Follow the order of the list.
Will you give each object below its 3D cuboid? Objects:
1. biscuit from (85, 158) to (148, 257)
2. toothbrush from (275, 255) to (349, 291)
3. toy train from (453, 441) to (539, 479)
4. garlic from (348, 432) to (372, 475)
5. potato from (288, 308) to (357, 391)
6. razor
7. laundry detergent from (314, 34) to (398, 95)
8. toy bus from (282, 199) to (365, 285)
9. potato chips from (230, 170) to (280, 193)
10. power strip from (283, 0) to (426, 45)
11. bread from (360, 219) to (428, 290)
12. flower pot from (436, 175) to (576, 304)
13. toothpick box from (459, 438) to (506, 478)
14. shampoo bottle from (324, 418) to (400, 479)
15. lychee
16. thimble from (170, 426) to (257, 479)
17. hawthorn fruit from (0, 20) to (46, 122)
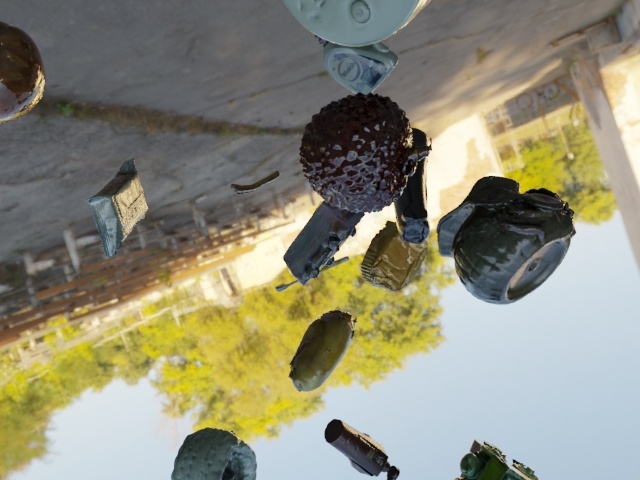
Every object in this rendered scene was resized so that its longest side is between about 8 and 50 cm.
[{"bbox_3d":[-0.558,-0.094,1.689,0.079,0.186,0.309,-6,-155,2],"label":"biscuit"},{"bbox_3d":[-0.030,0.117,2.124,0.288,0.021,0.024,-25,153,8],"label":"toothbrush"},{"bbox_3d":[0.468,0.631,1.503,0.159,0.271,0.188,-54,-165,-1],"label":"toy train"},{"bbox_3d":[0.161,0.794,2.231,0.102,0.159,0.147,-42,168,30],"label":"garlic"},{"bbox_3d":[0.008,0.320,1.821,0.300,0.140,0.173,-53,174,-41],"label":"potato"},{"bbox_3d":[0.278,-0.167,1.854,0.113,0.349,0.204,1,156,6],"label":"razor"},{"bbox_3d":[0.110,-0.651,2.094,0.215,0.280,0.105,-41,-164,39],"label":"laundry detergent"},{"bbox_3d":[0.000,0.000,1.768,0.112,0.138,0.317,-39,171,-47],"label":"toy bus"},{"bbox_3d":[-0.181,-0.167,1.734,0.026,0.037,0.204,-20,-176,42],"label":"potato chips"},{"bbox_3d":[0.068,-0.569,1.150,0.357,0.358,0.161,-18,-157,43],"label":"power strip"},{"bbox_3d":[0.254,0.056,2.125,0.250,0.179,0.133,-61,-163,-4],"label":"bread"},{"bbox_3d":[0.431,-0.011,1.389,0.301,0.213,0.302,-26,143,-22],"label":"flower pot"},{"bbox_3d":[0.454,0.653,1.706,0.098,0.149,0.098,23,179,0],"label":"toothpick box"},{"bbox_3d":[0.105,0.504,1.423,0.068,0.236,0.067,-48,-153,1],"label":"shampoo bottle"},{"bbox_3d":[0.093,-0.187,1.306,0.299,0.265,0.264,2,-169,26],"label":"lychee"},{"bbox_3d":[-0.290,0.636,1.646,0.171,0.250,0.204,8,-177,30],"label":"thimble"},{"bbox_3d":[-0.620,-0.295,1.116,0.199,0.200,0.251,-20,169,-32],"label":"hawthorn fruit"}]
